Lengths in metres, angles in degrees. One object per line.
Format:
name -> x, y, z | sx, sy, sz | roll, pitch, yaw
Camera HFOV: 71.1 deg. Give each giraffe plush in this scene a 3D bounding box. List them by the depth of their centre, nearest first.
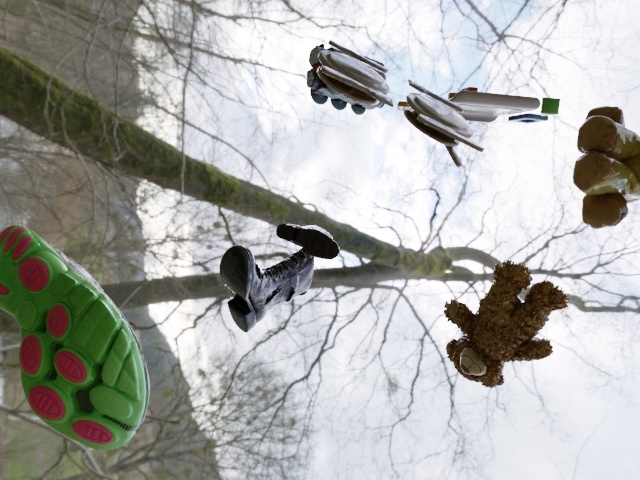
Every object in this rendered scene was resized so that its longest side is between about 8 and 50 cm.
giraffe plush -> 0.474, -0.095, 0.624 | 0.170, 0.210, 0.182 | 0, -117, 44

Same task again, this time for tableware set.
tableware set -> 0.081, -0.152, 0.501 | 0.128, 0.194, 0.039 | -82, -162, -54

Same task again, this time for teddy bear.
teddy bear -> 0.416, 0.207, 1.046 | 0.245, 0.113, 0.338 | 43, -62, -1

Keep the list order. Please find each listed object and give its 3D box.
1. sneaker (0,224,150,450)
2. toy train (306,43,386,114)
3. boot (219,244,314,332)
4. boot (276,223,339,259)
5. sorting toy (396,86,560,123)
sneaker -> -0.423, 0.146, 0.785 | 0.482, 0.185, 0.202 | 41, -8, 29
toy train -> 0.095, -0.567, 1.581 | 0.142, 0.333, 0.191 | -9, -100, 56
boot -> -0.105, 0.070, 1.019 | 0.091, 0.229, 0.263 | 36, -39, 29
boot -> 0.000, 0.000, 0.685 | 0.106, 0.114, 0.037 | 25, -83, 22
sorting toy -> 0.338, -0.297, 0.964 | 0.196, 0.347, 0.047 | -133, -134, -81
